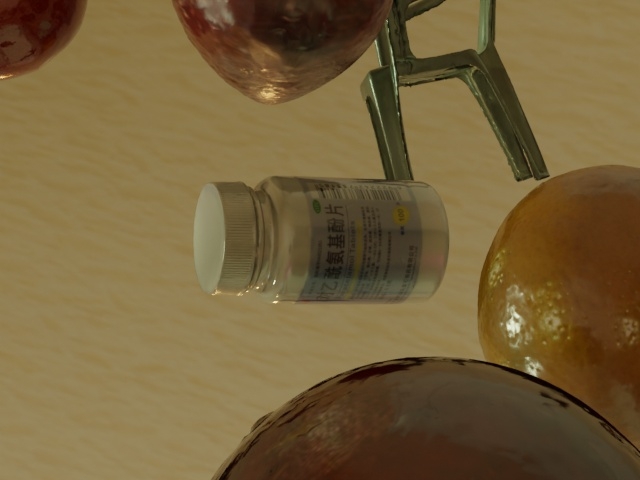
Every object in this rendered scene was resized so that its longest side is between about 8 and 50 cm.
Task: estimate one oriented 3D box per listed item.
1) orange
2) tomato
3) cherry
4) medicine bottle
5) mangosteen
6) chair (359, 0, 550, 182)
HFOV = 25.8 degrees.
[{"bbox_3d":[0.156,0.037,0.753,0.156,0.124,0.156,6,-100,-37],"label":"orange"},{"bbox_3d":[-0.331,-0.252,1.397,0.136,0.195,0.195,99,-169,-75],"label":"tomato"},{"bbox_3d":[-0.036,-0.213,1.185,0.249,0.192,0.175,98,154,-46],"label":"cherry"},{"bbox_3d":[0.000,0.000,1.111,0.103,0.187,0.102,-178,90,-69],"label":"medicine bottle"},{"bbox_3d":[0.018,0.162,0.466,0.258,0.215,0.215,-32,-35,-20],"label":"mangosteen"},{"bbox_3d":[0.133,-0.177,1.418,0.203,0.191,0.274,-105,-1,-86],"label":"chair"}]
